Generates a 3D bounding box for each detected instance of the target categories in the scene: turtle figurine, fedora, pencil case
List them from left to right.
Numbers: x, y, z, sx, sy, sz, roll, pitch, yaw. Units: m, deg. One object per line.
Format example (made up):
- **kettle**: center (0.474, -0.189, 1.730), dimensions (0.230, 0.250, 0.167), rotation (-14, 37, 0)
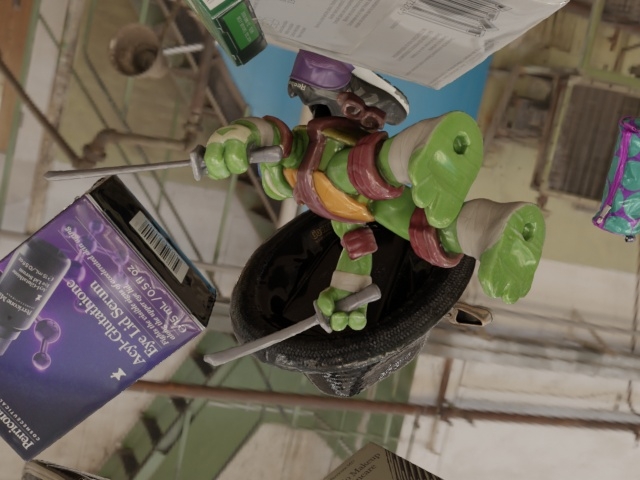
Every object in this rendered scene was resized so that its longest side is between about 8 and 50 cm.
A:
- **turtle figurine**: center (0.000, 0.000, 0.581), dimensions (0.275, 0.197, 0.266), rotation (-25, -161, -34)
- **fedora**: center (0.053, 0.080, 1.019), dimensions (0.334, 0.152, 0.334), rotation (-12, -144, 9)
- **pencil case**: center (0.388, -0.079, 0.999), dimensions (0.070, 0.151, 0.064), rotation (-9, -149, -26)

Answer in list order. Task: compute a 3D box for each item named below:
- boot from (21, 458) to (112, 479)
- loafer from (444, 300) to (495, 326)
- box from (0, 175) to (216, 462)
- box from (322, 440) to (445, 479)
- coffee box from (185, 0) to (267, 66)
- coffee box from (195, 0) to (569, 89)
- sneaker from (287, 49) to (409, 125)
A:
- **boot**: center (-0.404, 0.509, 1.247), dimensions (0.377, 0.284, 0.138), rotation (1, 158, 44)
- **loafer**: center (0.284, 0.148, 1.587), dimensions (0.125, 0.045, 0.039), rotation (2, -154, 45)
- **box**: center (-0.221, 0.065, 0.709), dimensions (0.153, 0.207, 0.108), rotation (50, -172, -12)
- **box**: center (0.130, 0.388, 1.116), dimensions (0.113, 0.094, 0.275), rotation (-33, -155, -29)
- **coffee box**: center (-0.122, -0.253, 0.716), dimensions (0.184, 0.040, 0.113), rotation (53, 179, 11)
- **coffee box**: center (0.073, -0.407, 0.885), dimensions (0.338, 0.334, 0.337), rotation (14, 173, -13)
- **sneaker**: center (0.039, -0.232, 1.324), dimensions (0.107, 0.124, 0.283), rotation (27, -179, 39)
